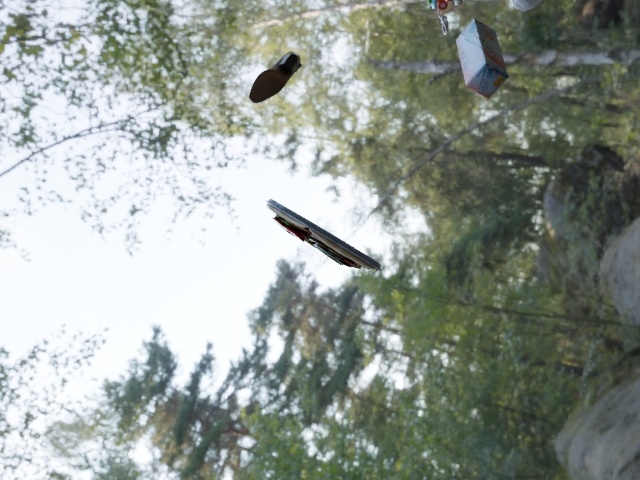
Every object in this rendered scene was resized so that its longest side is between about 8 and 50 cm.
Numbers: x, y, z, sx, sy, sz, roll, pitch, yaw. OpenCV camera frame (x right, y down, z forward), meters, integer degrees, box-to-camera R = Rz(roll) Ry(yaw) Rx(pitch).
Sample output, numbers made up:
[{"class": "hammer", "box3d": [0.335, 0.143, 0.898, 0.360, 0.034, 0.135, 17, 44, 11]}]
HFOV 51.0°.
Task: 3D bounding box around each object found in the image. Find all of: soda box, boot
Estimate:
[{"class": "soda box", "box3d": [0.317, -0.362, 1.326, 0.063, 0.058, 0.183, -50, 26, 38]}, {"class": "boot", "box3d": [-0.075, -0.265, 1.106, 0.118, 0.042, 0.087, -43, 11, -5]}]

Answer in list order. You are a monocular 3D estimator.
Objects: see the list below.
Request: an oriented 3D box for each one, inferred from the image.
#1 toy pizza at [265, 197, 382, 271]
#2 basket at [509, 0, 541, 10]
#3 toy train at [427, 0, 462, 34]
[{"class": "toy pizza", "box3d": [0.000, 0.000, 0.993, 0.032, 0.201, 0.201, -59, -18, 0]}, {"class": "basket", "box3d": [0.069, -0.192, 0.239, 0.113, 0.103, 0.167, 25, -135, -45]}, {"class": "toy train", "box3d": [0.193, -0.415, 1.112, 0.166, 0.046, 0.125, 81, -179, -79]}]
